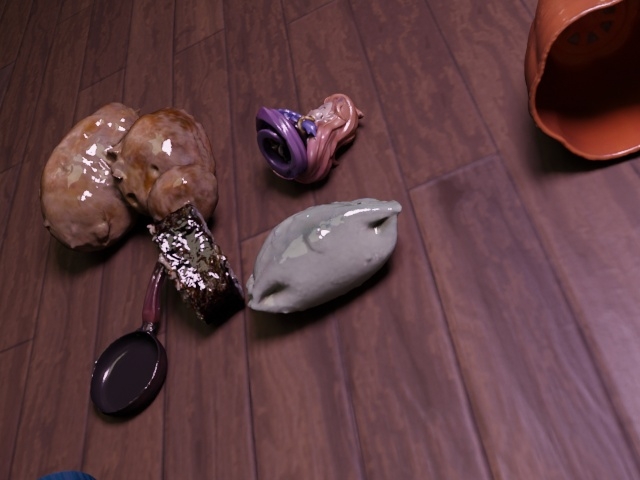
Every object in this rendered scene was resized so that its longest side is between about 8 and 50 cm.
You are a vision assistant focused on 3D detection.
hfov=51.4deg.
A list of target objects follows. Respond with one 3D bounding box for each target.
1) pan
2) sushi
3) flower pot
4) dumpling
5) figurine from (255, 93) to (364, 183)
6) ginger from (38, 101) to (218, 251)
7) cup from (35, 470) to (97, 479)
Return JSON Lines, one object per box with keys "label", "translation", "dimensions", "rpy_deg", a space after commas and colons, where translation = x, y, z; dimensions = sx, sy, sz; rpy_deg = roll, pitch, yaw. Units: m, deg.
{"label": "pan", "translation": [-0.235, 0.128, 0.876], "dimensions": [0.115, 0.040, 0.212], "rpy_deg": [0, 63, 32]}
{"label": "sushi", "translation": [-0.160, 0.032, 0.857], "dimensions": [0.078, 0.090, 0.150], "rpy_deg": [-31, 78, -10]}
{"label": "flower pot", "translation": [0.312, -0.210, 0.730], "dimensions": [0.191, 0.190, 0.173], "rpy_deg": [-18, 35, 19]}
{"label": "dumpling", "translation": [-0.004, -0.002, 0.791], "dimensions": [0.217, 0.105, 0.149], "rpy_deg": [-30, 52, 13]}
{"label": "figurine", "translation": [-0.009, -0.139, 0.916], "dimensions": [0.157, 0.126, 0.114], "rpy_deg": [-16, 77, -28]}
{"label": "ginger", "translation": [-0.272, -0.100, 0.996], "dimensions": [0.304, 0.155, 0.244], "rpy_deg": [-5, 58, 28]}
{"label": "cup", "translation": [-0.264, 0.346, 0.683], "dimensions": [0.155, 0.131, 0.176], "rpy_deg": [40, 107, 48]}
